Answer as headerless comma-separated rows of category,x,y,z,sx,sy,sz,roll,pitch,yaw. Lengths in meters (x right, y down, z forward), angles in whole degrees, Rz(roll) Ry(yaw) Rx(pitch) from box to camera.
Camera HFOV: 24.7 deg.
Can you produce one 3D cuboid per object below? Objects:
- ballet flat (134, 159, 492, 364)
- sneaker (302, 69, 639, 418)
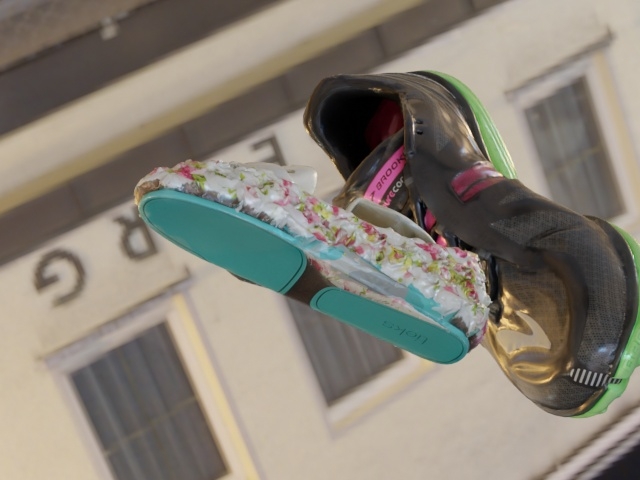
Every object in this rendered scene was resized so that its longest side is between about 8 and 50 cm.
ballet flat,0.000,0.000,0.904,0.091,0.241,0.077,-38,-150,53
sneaker,0.122,-0.005,1.335,0.202,0.185,0.483,7,-153,-33
